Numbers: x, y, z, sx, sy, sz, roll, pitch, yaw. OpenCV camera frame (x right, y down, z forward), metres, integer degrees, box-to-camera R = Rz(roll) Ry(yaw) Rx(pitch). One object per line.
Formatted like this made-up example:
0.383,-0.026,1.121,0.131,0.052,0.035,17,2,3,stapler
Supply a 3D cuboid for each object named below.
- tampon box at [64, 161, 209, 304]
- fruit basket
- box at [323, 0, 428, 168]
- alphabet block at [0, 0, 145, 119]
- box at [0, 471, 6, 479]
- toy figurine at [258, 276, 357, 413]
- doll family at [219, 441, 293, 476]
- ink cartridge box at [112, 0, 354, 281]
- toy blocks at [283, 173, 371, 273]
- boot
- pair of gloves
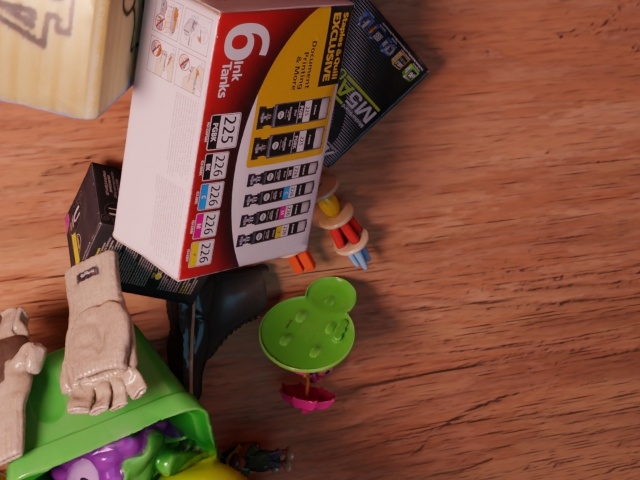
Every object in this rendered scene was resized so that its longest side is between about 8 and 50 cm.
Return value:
-0.219,-0.007,1.624,0.161,0.120,0.101,13,126,-26,tampon box
-0.211,0.331,1.627,0.283,0.392,0.392,-21,123,-10,fruit basket
0.013,-0.216,1.659,0.184,0.045,0.191,-43,123,2,box
-0.288,-0.262,1.392,0.193,0.192,0.197,12,114,3,alphabet block
-0.495,0.352,1.732,0.203,0.103,0.114,32,102,-32,box
-0.009,0.161,1.829,0.159,0.130,0.173,91,25,-47,toy figurine
-0.117,0.352,1.903,0.111,0.076,0.193,-1,121,-26,doll family
-0.076,-0.139,1.508,0.272,0.130,0.309,-14,124,-44,ink cartridge box
0.000,0.000,1.766,0.123,0.054,0.148,-33,124,-3,toy blocks
-0.133,0.129,1.777,0.137,0.077,0.198,-9,121,-23,boot
-0.311,0.141,1.516,0.240,0.204,0.042,-30,140,14,pair of gloves
